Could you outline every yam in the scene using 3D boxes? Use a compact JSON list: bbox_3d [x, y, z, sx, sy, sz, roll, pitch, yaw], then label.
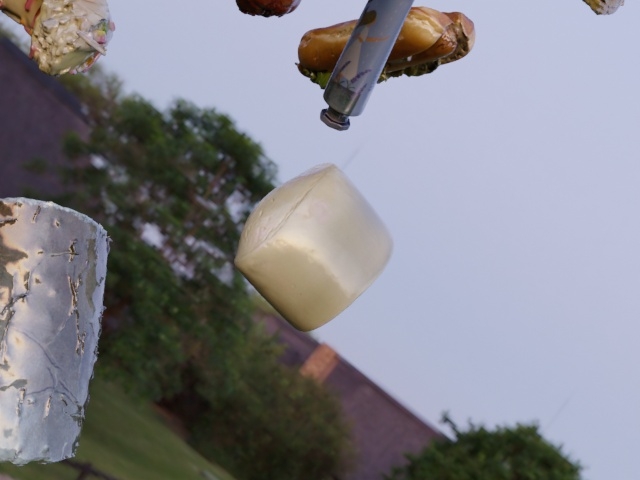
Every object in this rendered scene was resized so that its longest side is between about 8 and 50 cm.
[{"bbox_3d":[-0.402,0.127,1.501,0.240,0.348,0.241,11,-9,2],"label":"yam"}]

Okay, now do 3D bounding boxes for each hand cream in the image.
[{"bbox_3d":[0.070,-0.263,1.478,0.058,0.271,0.091,11,34,-25],"label":"hand cream"}]

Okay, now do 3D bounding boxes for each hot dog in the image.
[{"bbox_3d":[0.086,-0.285,1.758,0.135,0.100,0.337,-4,2,-41],"label":"hot dog"}]

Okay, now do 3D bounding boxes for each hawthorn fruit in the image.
[{"bbox_3d":[-0.108,-0.545,2.394,0.148,0.172,0.148,-3,-6,0],"label":"hawthorn fruit"}]

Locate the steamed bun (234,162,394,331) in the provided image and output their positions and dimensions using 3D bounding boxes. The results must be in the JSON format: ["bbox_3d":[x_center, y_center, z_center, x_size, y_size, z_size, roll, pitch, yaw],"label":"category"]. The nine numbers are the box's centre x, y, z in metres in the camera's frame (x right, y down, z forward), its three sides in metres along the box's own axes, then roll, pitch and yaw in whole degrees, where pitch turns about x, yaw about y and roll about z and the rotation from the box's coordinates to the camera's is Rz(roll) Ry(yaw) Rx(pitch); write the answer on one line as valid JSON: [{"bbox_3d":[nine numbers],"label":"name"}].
[{"bbox_3d":[0.000,0.000,1.720,0.154,0.250,0.200,-24,-69,39],"label":"steamed bun"}]

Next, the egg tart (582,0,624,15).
[{"bbox_3d":[0.497,-0.594,2.210,0.132,0.345,0.345,-5,-36,34],"label":"egg tart"}]

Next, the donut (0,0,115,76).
[{"bbox_3d":[-0.529,-0.430,1.979,0.371,0.150,0.307,30,23,-17],"label":"donut"}]
